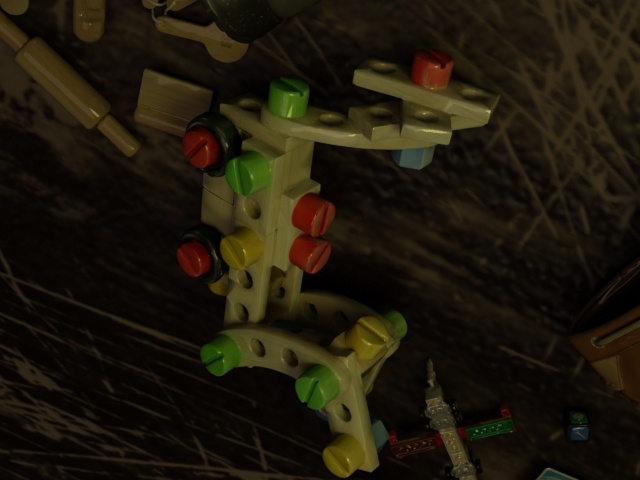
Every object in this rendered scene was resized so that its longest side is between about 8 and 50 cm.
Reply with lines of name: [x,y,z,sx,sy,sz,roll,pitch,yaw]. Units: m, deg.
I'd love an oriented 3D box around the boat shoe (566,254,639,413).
boat shoe: [0.295,-0.002,0.643,0.120,0.122,0.324,33,119,1]

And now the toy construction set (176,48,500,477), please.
toy construction set: [0.000,0.000,0.707,0.215,0.151,0.327,30,115,28]

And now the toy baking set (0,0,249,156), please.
toy baking set: [-0.170,-0.191,0.730,0.256,0.030,0.197,40,113,-14]

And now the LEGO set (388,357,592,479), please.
LEGO set: [0.139,0.218,0.851,0.182,0.060,0.244,24,122,-11]

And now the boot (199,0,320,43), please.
boot: [-0.037,-0.320,0.597,0.223,0.118,0.338,-26,112,17]
